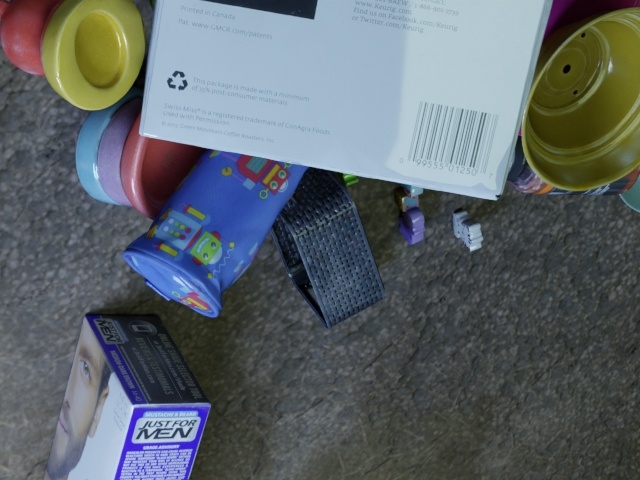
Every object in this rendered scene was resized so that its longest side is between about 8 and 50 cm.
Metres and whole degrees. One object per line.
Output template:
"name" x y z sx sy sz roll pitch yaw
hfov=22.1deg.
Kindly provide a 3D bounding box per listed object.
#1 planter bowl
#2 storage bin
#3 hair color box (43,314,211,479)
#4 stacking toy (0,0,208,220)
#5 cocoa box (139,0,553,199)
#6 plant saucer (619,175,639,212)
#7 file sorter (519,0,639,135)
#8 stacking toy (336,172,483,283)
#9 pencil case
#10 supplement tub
"planter bowl" 0.286 -0.169 1.764 0.217 0.090 0.217 -16 128 -22
"storage bin" 0.000 0.000 1.943 0.084 0.122 0.180 -29 132 -9
"hair color box" -0.246 0.277 1.956 0.110 0.185 0.339 3 119 -30
"stacking toy" -0.190 -0.197 1.741 0.279 0.130 0.309 -51 140 -25
"cocoa box" 0.016 -0.205 1.548 0.347 0.228 0.231 9 109 -7
"plant saucer" 0.461 -0.128 2.168 0.195 0.037 0.195 -11 119 -21
"file sorter" 0.167 -0.262 1.813 0.291 0.182 0.202 14 113 -37
"stacking toy" 0.112 -0.050 2.020 0.167 0.052 0.221 -21 129 -16
"pencil case" -0.082 -0.062 1.736 0.119 0.133 0.306 38 69 -9
"supplement tub" 0.301 -0.109 2.050 0.198 0.106 0.106 0 121 -30
